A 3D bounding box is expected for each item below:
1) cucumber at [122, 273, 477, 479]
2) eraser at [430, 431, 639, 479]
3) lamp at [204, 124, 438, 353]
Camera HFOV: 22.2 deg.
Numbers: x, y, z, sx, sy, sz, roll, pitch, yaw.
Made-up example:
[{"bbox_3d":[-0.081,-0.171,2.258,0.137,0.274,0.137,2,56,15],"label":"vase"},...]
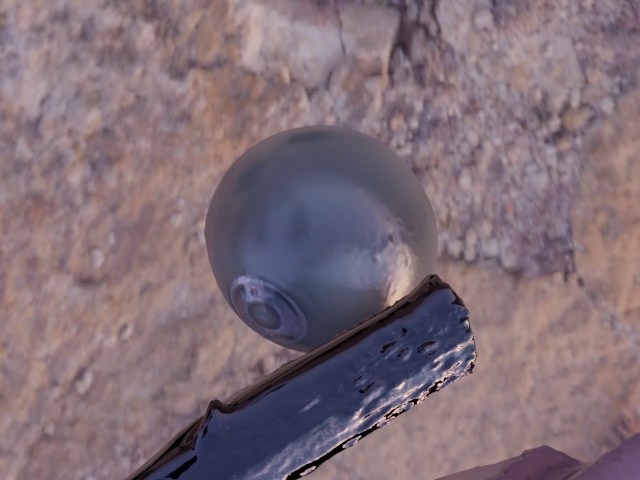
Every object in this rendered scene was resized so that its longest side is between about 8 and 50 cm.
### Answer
[{"bbox_3d":[-0.023,0.063,0.533,0.163,0.043,0.039,-30,131,-9],"label":"cucumber"},{"bbox_3d":[-0.037,0.211,0.651,0.272,0.359,0.122,-23,90,50],"label":"eraser"},{"bbox_3d":[0.000,0.000,0.731,0.105,0.105,0.105,0,117,-1],"label":"lamp"}]
